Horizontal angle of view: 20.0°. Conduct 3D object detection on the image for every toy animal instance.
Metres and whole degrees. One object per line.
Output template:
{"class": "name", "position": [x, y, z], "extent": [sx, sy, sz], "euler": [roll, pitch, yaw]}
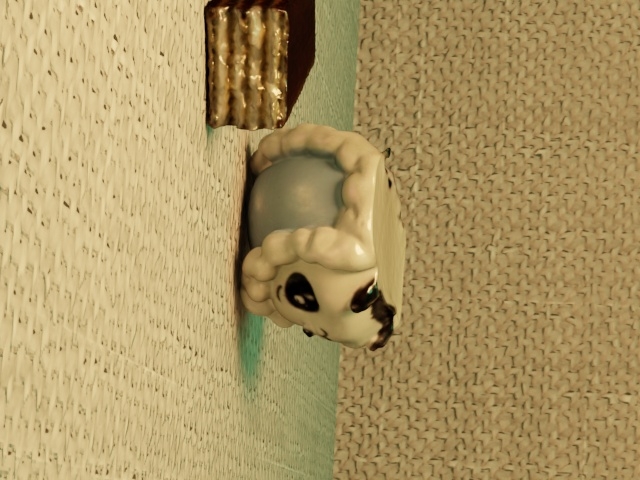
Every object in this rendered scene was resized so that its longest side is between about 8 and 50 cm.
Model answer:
{"class": "toy animal", "position": [0.000, 0.000, 1.757], "extent": [0.208, 0.156, 0.204], "euler": [64, 30, -63]}

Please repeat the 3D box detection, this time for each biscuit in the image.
{"class": "biscuit", "position": [-0.049, -0.175, 1.578], "extent": [0.252, 0.070, 0.106], "euler": [-74, 165, -69]}
